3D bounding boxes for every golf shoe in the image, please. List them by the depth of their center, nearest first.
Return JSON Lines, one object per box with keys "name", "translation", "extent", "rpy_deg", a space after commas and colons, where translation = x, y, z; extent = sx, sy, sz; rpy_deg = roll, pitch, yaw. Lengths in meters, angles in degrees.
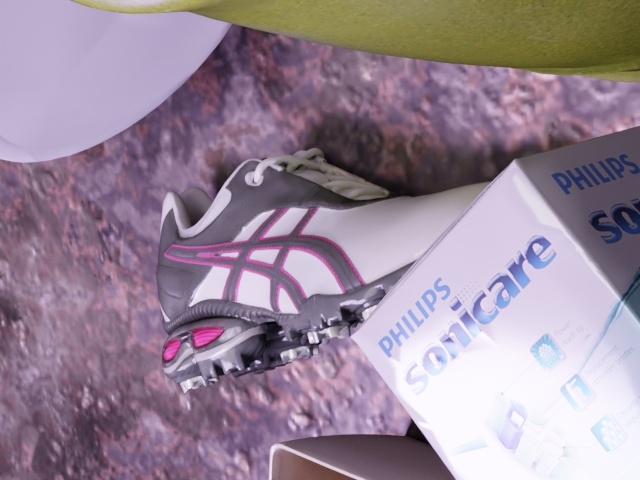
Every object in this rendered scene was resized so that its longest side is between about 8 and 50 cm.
{"name": "golf shoe", "translation": [0.000, 0.000, 0.950], "extent": [0.273, 0.105, 0.120], "rpy_deg": [-20, 81, 41]}

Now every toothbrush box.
{"name": "toothbrush box", "translation": [0.190, 0.095, 0.733], "extent": [0.295, 0.216, 0.126], "rpy_deg": [54, 128, 16]}

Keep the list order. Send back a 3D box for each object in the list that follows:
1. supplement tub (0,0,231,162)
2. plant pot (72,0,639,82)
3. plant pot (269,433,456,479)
{"name": "supplement tub", "translation": [-0.211, -0.227, 0.978], "extent": [0.331, 0.241, 0.241], "rpy_deg": [46, 126, 22]}
{"name": "plant pot", "translation": [0.036, -0.225, 0.692], "extent": [0.366, 0.353, 0.367], "rpy_deg": [11, 107, 38]}
{"name": "plant pot", "translation": [0.042, 0.162, 0.956], "extent": [0.109, 0.096, 0.109], "rpy_deg": [17, 112, 38]}
